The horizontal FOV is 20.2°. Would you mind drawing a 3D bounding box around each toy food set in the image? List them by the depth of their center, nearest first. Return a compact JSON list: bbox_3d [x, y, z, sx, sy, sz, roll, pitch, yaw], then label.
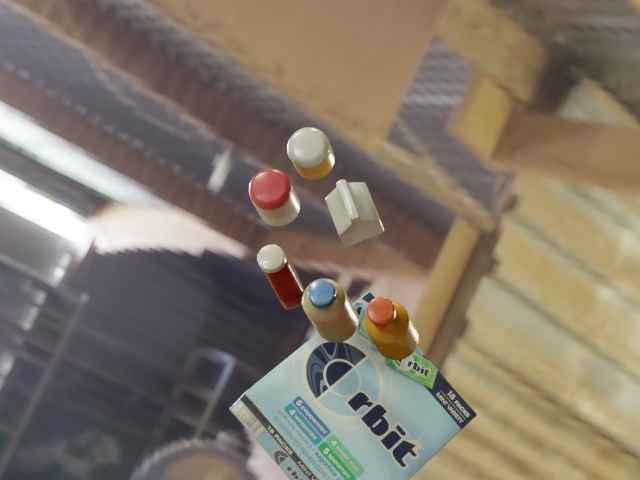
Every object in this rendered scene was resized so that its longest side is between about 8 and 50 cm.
[{"bbox_3d":[0.000,0.000,1.596,0.111,0.232,0.104,-21,-20,3],"label":"toy food set"}]

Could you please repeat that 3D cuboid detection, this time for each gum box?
[{"bbox_3d":[0.033,0.158,1.655,0.157,0.184,0.041,48,-38,5],"label":"gum box"}]
